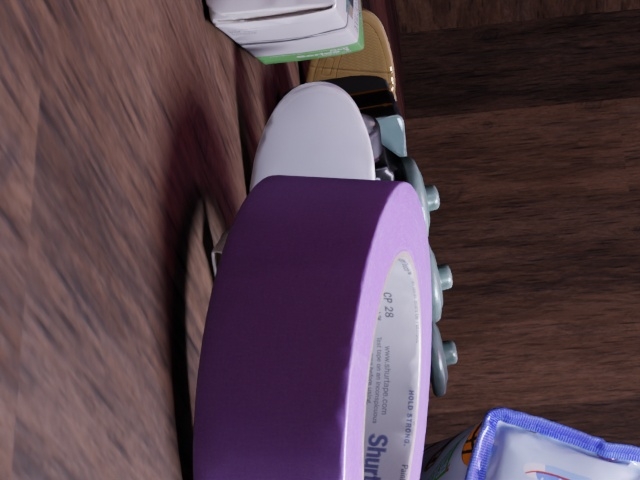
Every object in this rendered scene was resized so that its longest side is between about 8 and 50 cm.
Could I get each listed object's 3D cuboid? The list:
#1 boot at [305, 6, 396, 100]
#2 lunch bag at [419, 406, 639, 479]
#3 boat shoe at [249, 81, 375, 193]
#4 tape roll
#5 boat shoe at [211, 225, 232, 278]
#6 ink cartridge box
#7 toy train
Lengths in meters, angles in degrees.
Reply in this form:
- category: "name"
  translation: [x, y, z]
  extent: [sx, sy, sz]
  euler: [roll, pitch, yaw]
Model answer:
- category: "boot"
  translation: [0.041, -0.156, 1.596]
  extent: [0.203, 0.095, 0.262]
  euler: [-82, 167, -61]
- category: "lunch bag"
  translation: [0.148, 0.363, 1.268]
  extent: [0.328, 0.239, 0.385]
  euler: [116, -12, -76]
- category: "boat shoe"
  translation: [0.000, 0.000, 1.154]
  extent: [0.088, 0.096, 0.267]
  euler: [-89, 173, -69]
- category: "tape roll"
  translation: [0.004, 0.097, 0.919]
  extent: [0.275, 0.090, 0.275]
  euler: [3, 90, -77]
- category: "boat shoe"
  translation: [-0.053, 0.040, 0.947]
  extent: [0.035, 0.035, 0.100]
  euler: [-46, 142, -44]
- category: "ink cartridge box"
  translation: [-0.027, -0.226, 1.089]
  extent: [0.219, 0.092, 0.160]
  euler: [-6, 91, -84]
- category: "toy train"
  translation: [0.038, 0.011, 1.333]
  extent: [0.190, 0.142, 0.334]
  euler: [-102, -178, -55]
